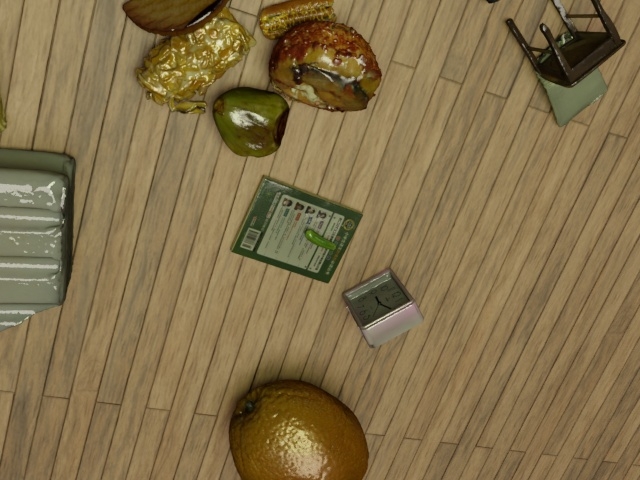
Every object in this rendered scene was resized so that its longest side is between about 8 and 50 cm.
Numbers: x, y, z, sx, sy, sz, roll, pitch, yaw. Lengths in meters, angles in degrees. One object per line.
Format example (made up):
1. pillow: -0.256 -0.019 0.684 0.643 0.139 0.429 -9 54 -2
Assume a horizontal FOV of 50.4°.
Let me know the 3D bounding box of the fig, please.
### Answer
1. fig: -0.152 -0.250 1.417 0.165 0.154 0.144 22 68 -35

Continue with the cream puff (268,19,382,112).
1. cream puff: 0.013 -0.352 1.372 0.240 0.240 0.164 26 87 -24

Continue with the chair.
1. chair: 0.572 -0.397 1.525 0.160 0.186 0.319 -40 116 0

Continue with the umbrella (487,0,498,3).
1. umbrella: 0.347 -0.600 1.448 0.050 0.046 0.188 -30 113 -4

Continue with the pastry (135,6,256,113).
1. pastry: -0.252 -0.354 1.366 0.250 0.102 0.154 -42 115 4

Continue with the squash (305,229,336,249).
1. squash: 0.000 0.001 1.610 0.089 0.027 0.027 31 103 -25

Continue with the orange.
1. orange: -0.059 0.511 1.710 0.322 0.322 0.357 -41 108 6

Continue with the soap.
1. soap: -0.716 -0.007 1.343 0.435 0.213 0.350 0 112 -15

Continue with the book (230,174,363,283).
1. book: -0.055 -0.021 1.616 0.264 0.027 0.202 19 108 -21

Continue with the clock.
1. clock: 0.147 0.162 1.659 0.150 0.197 0.063 -28 116 -1

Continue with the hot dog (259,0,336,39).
1. hot dog: -0.049 -0.461 1.403 0.165 0.045 0.071 -16 119 -9

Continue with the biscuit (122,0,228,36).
1. biscuit: -0.270 -0.475 1.312 0.228 0.031 0.176 1 75 14

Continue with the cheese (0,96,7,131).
1. cheese: -0.757 -0.302 1.243 0.315 0.128 0.260 0 116 -13
